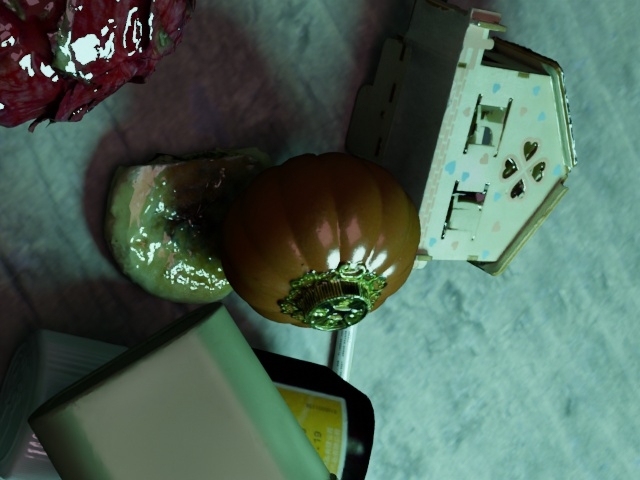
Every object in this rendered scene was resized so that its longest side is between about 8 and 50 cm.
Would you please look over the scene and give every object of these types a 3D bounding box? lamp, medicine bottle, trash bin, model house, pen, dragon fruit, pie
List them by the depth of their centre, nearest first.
[{"bbox_3d":[-0.269,-0.261,1.514,0.329,0.329,0.329,-9,110,-26],"label":"dragon fruit"},{"bbox_3d":[-0.133,0.221,1.608,0.243,0.121,0.247,-31,98,-8],"label":"trash bin"},{"bbox_3d":[0.000,0.000,1.754,0.223,0.196,0.223,-9,146,-6],"label":"lamp"},{"bbox_3d":[-0.158,0.216,1.784,0.395,0.242,0.242,17,97,-18],"label":"medicine bottle"},{"bbox_3d":[-0.139,-0.017,1.811,0.218,0.052,0.185,-13,114,-28],"label":"pie"},{"bbox_3d":[0.179,-0.122,1.902,0.244,0.169,0.326,4,106,-37],"label":"model house"},{"bbox_3d":[0.029,0.144,1.974,0.026,0.026,0.218,0,105,-29],"label":"pen"}]
